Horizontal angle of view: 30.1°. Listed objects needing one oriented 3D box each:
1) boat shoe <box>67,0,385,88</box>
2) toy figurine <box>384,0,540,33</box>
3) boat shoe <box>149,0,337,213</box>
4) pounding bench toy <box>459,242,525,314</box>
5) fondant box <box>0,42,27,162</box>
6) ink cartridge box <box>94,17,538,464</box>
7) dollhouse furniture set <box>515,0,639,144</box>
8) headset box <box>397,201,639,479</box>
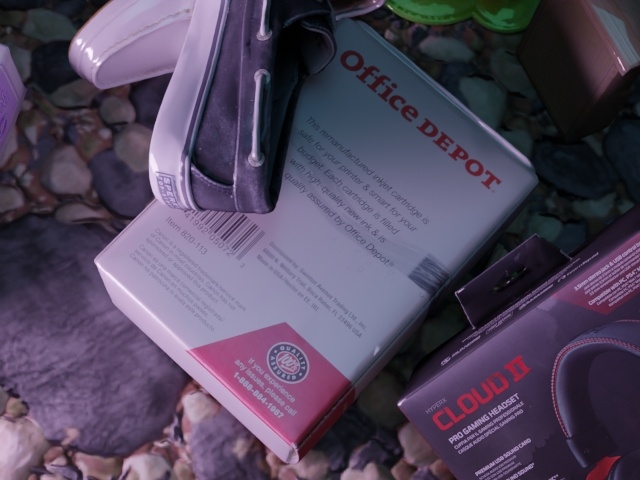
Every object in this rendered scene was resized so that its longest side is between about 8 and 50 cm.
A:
[{"bbox_3d":[-0.070,-0.182,0.992,0.277,0.098,0.096,-26,76,-12],"label":"boat shoe"},{"bbox_3d":[0.126,-0.263,0.997,0.173,0.159,0.130,30,74,5],"label":"toy figurine"},{"bbox_3d":[-0.035,-0.157,0.868,0.102,0.108,0.301,8,65,16],"label":"boat shoe"},{"bbox_3d":[0.157,0.041,0.946,0.065,0.083,0.052,28,73,5],"label":"pounding bench toy"},{"bbox_3d":[-0.431,-0.075,0.939,0.330,0.096,0.238,15,73,0],"label":"fondant box"},{"bbox_3d":[0.000,0.000,0.931,0.207,0.117,0.283,42,75,9],"label":"ink cartridge box"},{"bbox_3d":[0.305,-0.195,0.987,0.242,0.161,0.212,-24,76,-10],"label":"dollhouse furniture set"},{"bbox_3d":[0.214,0.128,0.834,0.218,0.110,0.293,-38,91,21],"label":"headset box"}]
